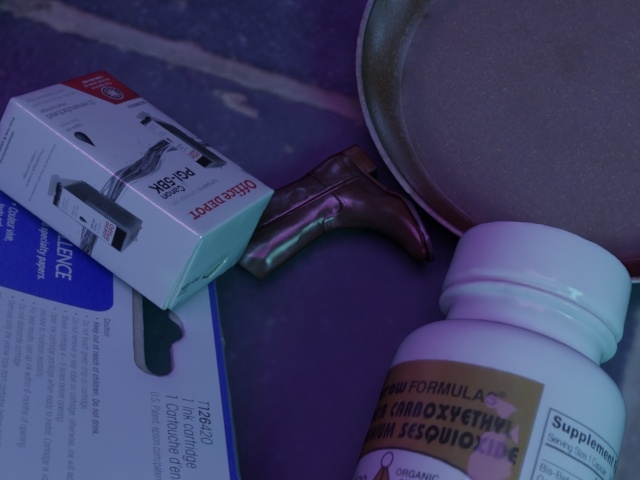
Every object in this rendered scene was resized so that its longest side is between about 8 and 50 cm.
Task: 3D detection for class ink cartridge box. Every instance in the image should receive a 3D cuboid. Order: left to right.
[{"bbox_3d":[-0.202,0.034,0.589,0.307,0.072,0.303,20,30,-23],"label":"ink cartridge box"},{"bbox_3d":[-0.108,-0.033,0.657,0.135,0.056,0.099,35,27,8],"label":"ink cartridge box"}]

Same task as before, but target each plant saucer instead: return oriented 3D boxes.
[{"bbox_3d":[0.179,-0.107,0.751,0.311,0.050,0.310,-1,66,2],"label":"plant saucer"}]

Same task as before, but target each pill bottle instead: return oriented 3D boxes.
[{"bbox_3d":[0.091,0.112,0.608,0.131,0.131,0.229,17,67,10],"label":"pill bottle"}]

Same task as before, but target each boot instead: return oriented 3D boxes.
[{"bbox_3d":[0.000,0.000,0.714,0.114,0.037,0.106,-29,55,-14],"label":"boot"}]
